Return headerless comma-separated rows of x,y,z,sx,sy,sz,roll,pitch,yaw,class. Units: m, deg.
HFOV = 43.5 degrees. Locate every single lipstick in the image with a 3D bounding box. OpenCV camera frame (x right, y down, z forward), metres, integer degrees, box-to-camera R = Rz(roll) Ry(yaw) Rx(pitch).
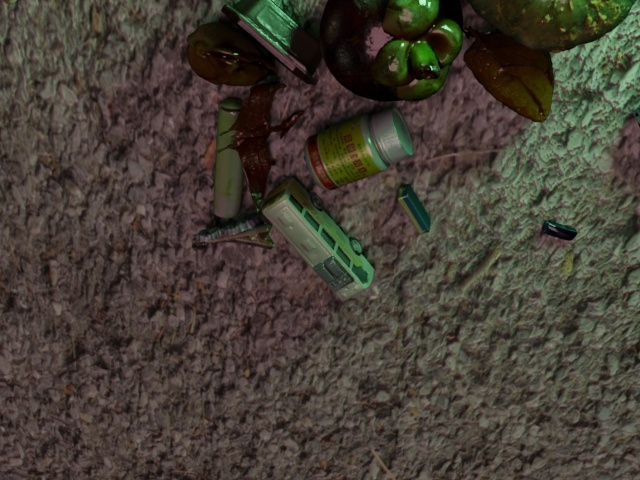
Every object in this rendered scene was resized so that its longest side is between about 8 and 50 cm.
-0.218,-0.198,1.944,0.076,0.076,0.304,10,125,4,lipstick

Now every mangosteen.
0.142,-0.407,1.607,0.301,0.300,0.300,5,124,7,mangosteen

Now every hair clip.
-0.221,-0.013,2.027,0.292,0.106,0.084,-5,108,38,hair clip

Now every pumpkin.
0.431,-0.505,1.504,0.328,0.257,0.291,43,105,-5,pumpkin

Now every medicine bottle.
0.087,-0.211,1.838,0.226,0.139,0.139,-19,118,21,medicine bottle

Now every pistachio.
-0.194,-0.398,1.755,0.210,0.165,0.130,16,106,-13,pistachio

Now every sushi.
0.416,-0.354,1.668,0.287,0.140,0.149,23,118,-34,sushi

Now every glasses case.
0.579,-0.021,1.942,0.083,0.023,0.033,18,123,-1,glasses case

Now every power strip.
0.229,-0.074,1.952,0.032,0.056,0.123,-23,117,25,power strip

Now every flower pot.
-0.088,-0.445,1.715,0.251,0.179,0.084,38,93,-15,flower pot

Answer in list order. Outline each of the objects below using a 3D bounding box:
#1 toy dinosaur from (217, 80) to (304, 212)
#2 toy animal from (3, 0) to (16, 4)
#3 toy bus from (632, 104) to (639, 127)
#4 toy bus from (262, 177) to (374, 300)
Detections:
-0.135,-0.222,1.845,0.207,0.113,0.327,7,125,-43,toy dinosaur
-0.678,-0.657,1.667,0.221,0.229,0.210,-44,77,-9,toy animal
0.768,-0.238,1.725,0.178,0.086,0.098,35,116,-11,toy bus
0.000,0.000,1.996,0.097,0.138,0.342,-32,111,24,toy bus
